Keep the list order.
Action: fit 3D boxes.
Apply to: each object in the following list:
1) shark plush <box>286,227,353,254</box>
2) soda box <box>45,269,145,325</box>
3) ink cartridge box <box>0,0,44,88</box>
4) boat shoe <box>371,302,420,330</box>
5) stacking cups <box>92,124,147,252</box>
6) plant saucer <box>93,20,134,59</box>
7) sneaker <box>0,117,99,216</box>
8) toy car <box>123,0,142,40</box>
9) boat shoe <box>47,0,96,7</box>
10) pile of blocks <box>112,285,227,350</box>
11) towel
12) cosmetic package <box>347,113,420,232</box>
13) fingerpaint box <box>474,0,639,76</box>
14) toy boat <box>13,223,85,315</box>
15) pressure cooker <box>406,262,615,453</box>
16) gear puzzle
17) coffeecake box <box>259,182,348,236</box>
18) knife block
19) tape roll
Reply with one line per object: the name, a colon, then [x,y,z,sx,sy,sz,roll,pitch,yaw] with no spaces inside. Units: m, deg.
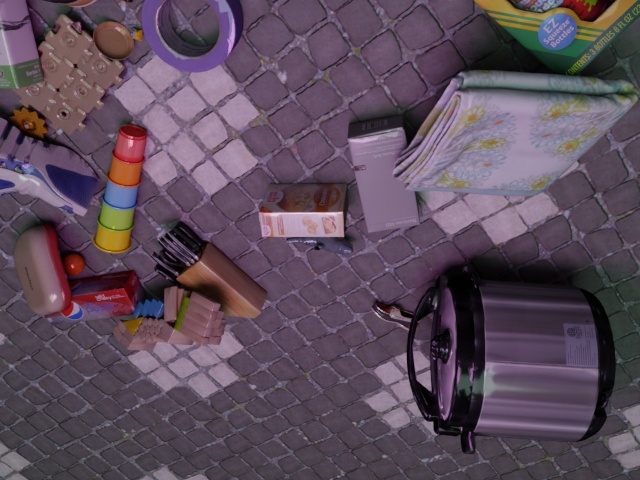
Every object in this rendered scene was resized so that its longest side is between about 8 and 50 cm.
shark plush: [0.000,0.000,1.536,0.161,0.067,0.073,15,123,-3]
soda box: [-0.612,0.155,1.704,0.263,0.083,0.092,-9,122,12]
ink cartridge box: [-0.681,-0.428,1.302,0.160,0.092,0.219,5,116,16]
boat shoe: [0.197,0.191,1.647,0.137,0.049,0.043,26,119,-13]
stacking cups: [-0.475,-0.119,1.502,0.096,0.096,0.316,17,123,-4]
plant saucer: [-0.433,-0.414,1.327,0.083,0.083,0.015,43,154,-19]
sneaker: [-0.698,-0.159,1.501,0.315,0.127,0.182,32,141,-26]
toy car: [-0.406,-0.466,1.296,0.041,0.060,0.122,17,122,35]
boat shoe: [-0.537,-0.662,1.119,0.187,0.156,0.500,-9,117,17]
pile of blocks: [-0.362,0.200,1.603,0.362,0.149,0.113,-9,165,33]
towel: [0.360,-0.193,1.225,0.375,0.090,0.320,-2,157,-17]
cosmetic package: [0.142,-0.145,1.405,0.127,0.107,0.238,-11,118,10]
fingerpaint box: [0.445,-0.559,1.062,0.371,0.163,0.445,36,120,-16]
toy boat: [-0.676,0.069,1.628,0.151,0.151,0.231,-15,92,40]
pressure cooker: [0.411,0.266,1.479,0.421,0.370,0.375,3,119,1]
gear puzzle: [-0.576,-0.333,1.414,0.175,0.044,0.339,40,121,-20]
coffeecake box: [-0.034,-0.071,1.450,0.186,0.142,0.068,0,122,7]
knife block: [-0.280,0.069,1.602,0.276,0.088,0.242,5,125,5]
tape roll: [-0.255,-0.441,1.277,0.189,0.080,0.189,4,123,6]
